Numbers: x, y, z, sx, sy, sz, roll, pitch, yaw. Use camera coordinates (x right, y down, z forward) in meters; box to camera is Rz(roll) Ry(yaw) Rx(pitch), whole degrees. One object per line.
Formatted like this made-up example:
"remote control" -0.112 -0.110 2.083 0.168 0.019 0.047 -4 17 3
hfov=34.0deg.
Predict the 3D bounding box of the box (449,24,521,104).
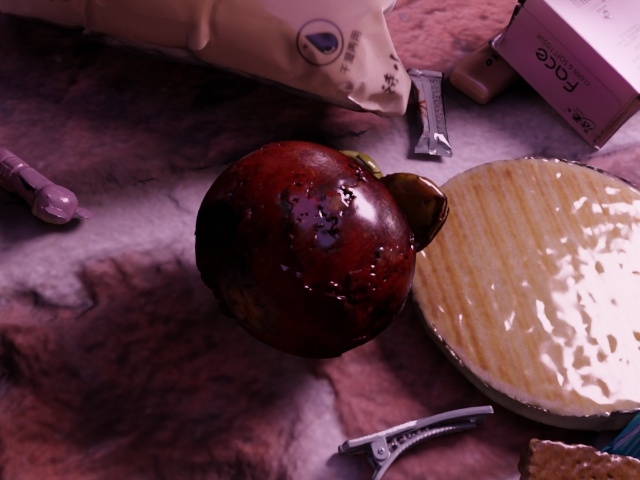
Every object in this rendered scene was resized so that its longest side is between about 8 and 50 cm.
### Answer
"box" 0.177 -0.175 1.017 0.048 0.025 0.115 38 57 22

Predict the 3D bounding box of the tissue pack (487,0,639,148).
"tissue pack" 0.303 -0.214 1.009 0.246 0.092 0.148 -35 76 -31

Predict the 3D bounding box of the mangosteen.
"mangosteen" 0.000 0.000 0.777 0.166 0.166 0.180 40 43 21

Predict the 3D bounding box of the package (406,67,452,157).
"package" 0.101 -0.119 0.967 0.037 0.015 0.110 3 50 -5

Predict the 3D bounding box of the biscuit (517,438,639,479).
"biscuit" 0.240 0.217 0.696 0.236 0.026 0.131 13 70 -5

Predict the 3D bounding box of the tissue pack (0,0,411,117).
"tissue pack" -0.070 -0.304 0.988 0.389 0.195 0.376 15 64 4

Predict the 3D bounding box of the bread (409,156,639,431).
"bread" 0.196 0.038 0.842 0.266 0.040 0.267 4 52 -6

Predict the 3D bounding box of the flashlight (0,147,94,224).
"flashlight" -0.235 -0.042 0.848 0.110 0.031 0.052 33 15 23

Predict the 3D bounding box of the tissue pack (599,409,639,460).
"tissue pack" 0.261 0.138 0.747 0.085 0.028 0.138 43 76 -1

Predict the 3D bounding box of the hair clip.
"hair clip" 0.072 0.146 0.749 0.115 0.030 0.039 -16 75 -17
